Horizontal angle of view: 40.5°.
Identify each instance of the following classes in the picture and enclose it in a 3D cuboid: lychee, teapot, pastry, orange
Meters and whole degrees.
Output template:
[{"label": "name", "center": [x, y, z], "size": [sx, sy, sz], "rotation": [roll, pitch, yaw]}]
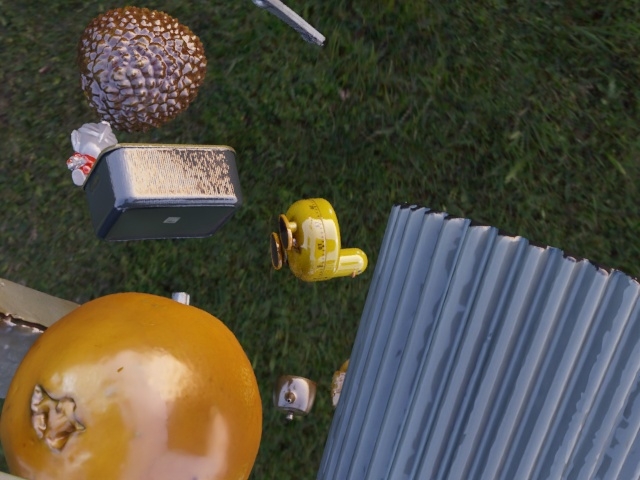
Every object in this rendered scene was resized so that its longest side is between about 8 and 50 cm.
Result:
[{"label": "lychee", "center": [-0.360, -0.347, 1.756], "size": [0.267, 0.267, 0.268], "rotation": [1, 110, 3]}, {"label": "teapot", "center": [-0.048, 0.282, 1.519], "size": [0.076, 0.121, 0.068], "rotation": [9, 65, 6]}, {"label": "pastry", "center": [0.091, 0.308, 1.775], "size": [0.153, 0.081, 0.153], "rotation": [-5, 77, 23]}, {"label": "orange", "center": [-0.217, 0.214, 1.024], "size": [0.312, 0.312, 0.312], "rotation": [1, 110, 3]}]

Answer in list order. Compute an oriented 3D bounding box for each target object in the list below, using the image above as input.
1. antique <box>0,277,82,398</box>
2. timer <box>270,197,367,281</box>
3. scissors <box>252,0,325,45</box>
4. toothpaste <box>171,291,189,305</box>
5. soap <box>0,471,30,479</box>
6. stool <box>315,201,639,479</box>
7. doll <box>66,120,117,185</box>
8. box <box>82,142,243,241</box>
[{"label": "antique", "center": [-0.383, 0.153, 1.243], "size": [0.284, 0.125, 0.150], "rotation": [18, 112, -29]}, {"label": "timer", "center": [0.000, 0.000, 1.092], "size": [0.109, 0.107, 0.107], "rotation": [-5, 111, -18]}, {"label": "scissors", "center": [-0.066, -0.223, 0.781], "size": [0.191, 0.360, 0.029], "rotation": [22, 93, 21]}, {"label": "toothpaste", "center": [-0.303, 0.228, 1.811], "size": [0.062, 0.039, 0.239], "rotation": [12, 75, -32]}, {"label": "soap", "center": [-0.321, 0.270, 0.669], "size": [0.199, 0.138, 0.182], "rotation": [14, 112, 8]}, {"label": "stool", "center": [0.146, 0.167, 0.732], "size": [0.297, 0.297, 0.330], "rotation": [19, 93, -4]}, {"label": "doll", "center": [-0.413, -0.158, 1.573], "size": [0.094, 0.180, 0.079], "rotation": [28, 128, -22]}, {"label": "box", "center": [-0.219, -0.063, 1.221], "size": [0.200, 0.090, 0.144], "rotation": [-3, 158, -34]}]
